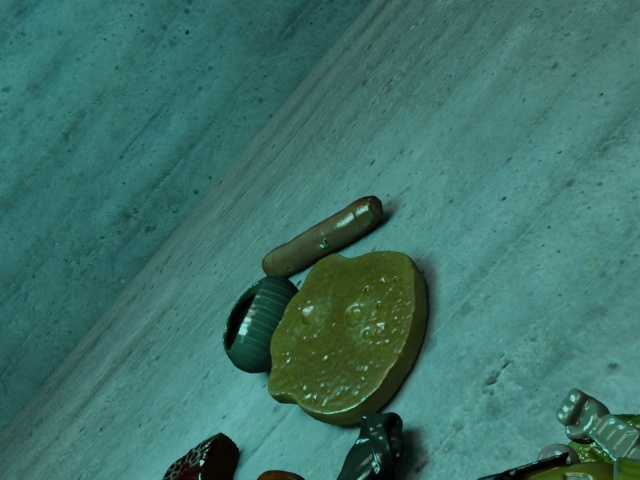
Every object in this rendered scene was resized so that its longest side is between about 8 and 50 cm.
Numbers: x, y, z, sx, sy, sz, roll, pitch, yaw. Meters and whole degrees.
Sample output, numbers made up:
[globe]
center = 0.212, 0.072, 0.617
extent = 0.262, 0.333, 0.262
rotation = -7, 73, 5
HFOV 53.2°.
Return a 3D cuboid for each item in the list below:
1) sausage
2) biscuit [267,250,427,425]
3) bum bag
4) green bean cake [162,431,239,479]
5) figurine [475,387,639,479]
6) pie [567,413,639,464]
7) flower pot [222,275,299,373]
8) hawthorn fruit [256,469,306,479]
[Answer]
[sausage]
center = 0.000, 0.000, 1.671
extent = 0.419, 0.094, 0.094
rotation = -30, 48, 35
[biscuit]
center = 0.054, 0.192, 1.327
extent = 0.365, 0.062, 0.385
rotation = -2, 53, 42
[bum bag]
center = 0.050, 0.432, 1.050
extent = 0.326, 0.080, 0.142
rotation = -59, 20, -10
[green bean cake]
center = -0.271, 0.555, 1.363
extent = 0.198, 0.097, 0.232
rotation = -36, 29, 26
[figurine]
center = 0.286, 0.285, 0.632
extent = 0.308, 0.143, 0.308
rotation = -30, 11, 7
[pie]
center = 0.365, 0.322, 0.707
extent = 0.277, 0.078, 0.277
rotation = -32, 36, 27
[flower pot]
center = -0.131, 0.201, 1.530
extent = 0.189, 0.157, 0.243
rotation = -17, 39, 57
[hawthorn fruit]
center = -0.075, 0.473, 1.145
extent = 0.128, 0.128, 0.128
rotation = -37, 29, 25
